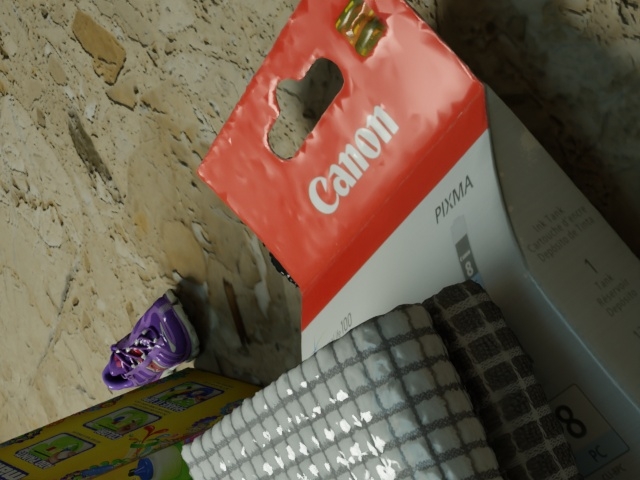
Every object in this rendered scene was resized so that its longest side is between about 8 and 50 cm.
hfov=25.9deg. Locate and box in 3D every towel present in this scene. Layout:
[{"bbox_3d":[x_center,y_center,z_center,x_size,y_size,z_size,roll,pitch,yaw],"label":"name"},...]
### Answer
[{"bbox_3d":[0.054,0.180,0.855,0.284,0.121,0.235,-42,70,53],"label":"towel"}]

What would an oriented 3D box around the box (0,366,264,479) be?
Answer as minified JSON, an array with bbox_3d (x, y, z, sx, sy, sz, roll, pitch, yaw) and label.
[{"bbox_3d":[-0.159,0.306,1.271,0.177,0.279,0.290,8,112,53],"label":"box"}]

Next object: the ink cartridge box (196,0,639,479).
[{"bbox_3d":[0.055,0.037,0.942,0.385,0.091,0.308,50,144,8],"label":"ink cartridge box"}]

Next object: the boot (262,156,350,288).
[{"bbox_3d":[0.000,0.000,1.100,0.121,0.045,0.099,43,139,39],"label":"boot"}]

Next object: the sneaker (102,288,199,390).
[{"bbox_3d":[-0.171,0.109,1.374,0.068,0.071,0.170,58,144,17],"label":"sneaker"}]
